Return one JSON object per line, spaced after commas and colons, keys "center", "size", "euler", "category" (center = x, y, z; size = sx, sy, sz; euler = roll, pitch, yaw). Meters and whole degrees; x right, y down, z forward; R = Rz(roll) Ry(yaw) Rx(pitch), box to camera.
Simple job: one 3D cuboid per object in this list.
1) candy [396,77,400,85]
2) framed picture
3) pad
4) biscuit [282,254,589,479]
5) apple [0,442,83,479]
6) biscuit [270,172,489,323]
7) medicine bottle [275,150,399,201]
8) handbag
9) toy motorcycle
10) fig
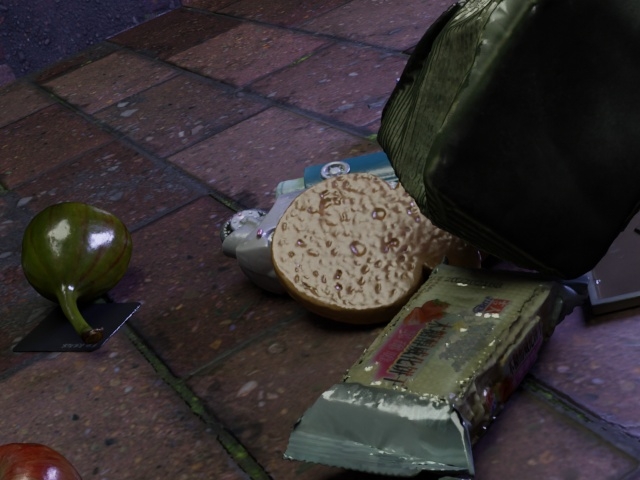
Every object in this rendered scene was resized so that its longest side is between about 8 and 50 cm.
{"center": [0.201, -0.223, 1.642], "size": [0.160, 0.092, 0.073], "euler": [-15, 20, 15], "category": "candy"}
{"center": [0.368, -0.008, 1.169], "size": [0.184, 0.016, 0.250], "euler": [-14, 26, 12], "category": "framed picture"}
{"center": [-0.327, 0.115, 1.448], "size": [0.157, 0.003, 0.112], "euler": [-4, 30, 31], "category": "pad"}
{"center": [0.121, 0.118, 1.018], "size": [0.186, 0.079, 0.309], "euler": [5, 32, 36], "category": "biscuit"}
{"center": [-0.274, 0.259, 0.970], "size": [0.146, 0.131, 0.146], "euler": [-16, 39, 14], "category": "apple"}
{"center": [0.085, -0.005, 1.255], "size": [0.288, 0.044, 0.202], "euler": [-18, 55, -8], "category": "biscuit"}
{"center": [0.070, -0.079, 1.459], "size": [0.258, 0.079, 0.124], "euler": [-12, 29, 19], "category": "medicine bottle"}
{"center": [0.222, -0.153, 1.103], "size": [0.341, 0.247, 0.240], "euler": [-57, 19, 7], "category": "handbag"}
{"center": [0.000, 0.000, 1.339], "size": [0.260, 0.110, 0.171], "euler": [-9, 42, 7], "category": "toy motorcycle"}
{"center": [-0.333, 0.060, 1.448], "size": [0.151, 0.151, 0.259], "euler": [-16, 43, 8], "category": "fig"}
